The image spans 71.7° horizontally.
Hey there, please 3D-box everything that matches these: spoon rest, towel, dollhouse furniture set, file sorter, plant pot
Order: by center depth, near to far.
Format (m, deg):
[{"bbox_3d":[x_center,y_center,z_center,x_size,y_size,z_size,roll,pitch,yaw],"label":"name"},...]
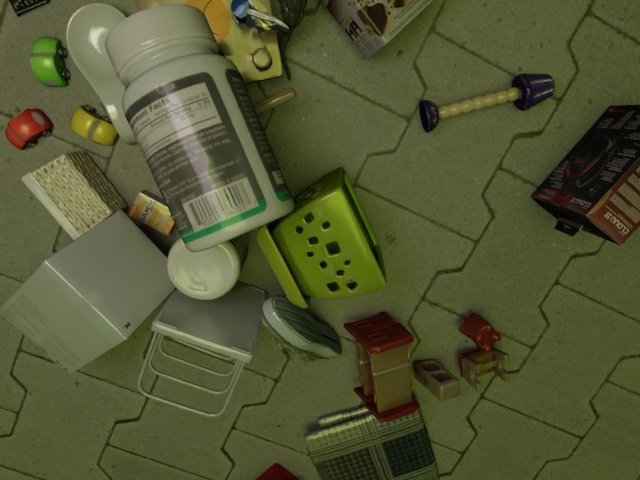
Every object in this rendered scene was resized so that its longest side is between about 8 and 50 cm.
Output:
[{"bbox_3d":[-0.421,-0.335,0.903,0.137,0.084,0.276,-14,107,1],"label":"spoon rest"},{"bbox_3d":[0.000,0.000,0.947,0.207,0.228,0.227,-23,106,10],"label":"plant pot"},{"bbox_3d":[-0.249,0.208,0.967,0.193,0.277,0.173,22,108,-8],"label":"file sorter"},{"bbox_3d":[0.265,0.275,1.092,0.374,0.152,0.201,-12,106,-17],"label":"dollhouse furniture set"},{"bbox_3d":[0.142,0.589,1.212,0.324,0.056,0.312,-18,109,1],"label":"towel"}]

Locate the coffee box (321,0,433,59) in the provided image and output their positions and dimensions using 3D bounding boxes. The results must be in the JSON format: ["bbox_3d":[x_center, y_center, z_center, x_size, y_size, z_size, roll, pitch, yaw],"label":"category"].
[{"bbox_3d":[0.070,-0.527,0.834,0.168,0.119,0.297,-44,104,-4],"label":"coffee box"}]

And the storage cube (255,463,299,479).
[{"bbox_3d":[-0.120,0.761,1.169,0.215,0.193,0.183,-44,103,10],"label":"storage cube"}]

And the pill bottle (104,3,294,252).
[{"bbox_3d":[-0.201,-0.179,0.750,0.204,0.204,0.361,-22,97,4],"label":"pill bottle"}]

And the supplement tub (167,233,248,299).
[{"bbox_3d":[-0.233,0.028,0.952,0.144,0.199,0.144,-1,105,-2],"label":"supplement tub"}]

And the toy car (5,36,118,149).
[{"bbox_3d":[-0.559,-0.304,0.921,0.239,0.053,0.225,-2,106,-2],"label":"toy car"}]

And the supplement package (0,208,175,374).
[{"bbox_3d":[-0.470,0.110,0.921,0.263,0.198,0.199,-30,107,34],"label":"supplement package"}]

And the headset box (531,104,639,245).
[{"bbox_3d":[0.608,-0.134,0.931,0.110,0.218,0.293,36,100,-11],"label":"headset box"}]

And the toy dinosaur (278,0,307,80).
[{"bbox_3d":[-0.057,-0.450,0.851,0.064,0.268,0.118,-9,68,-20],"label":"toy dinosaur"}]

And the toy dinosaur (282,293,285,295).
[{"bbox_3d":[-0.056,0.121,1.041,0.183,0.092,0.053,-18,105,3],"label":"toy dinosaur"}]

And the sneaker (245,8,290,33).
[{"bbox_3d":[-0.096,-0.390,0.802,0.083,0.031,0.035,20,117,-5],"label":"sneaker"}]

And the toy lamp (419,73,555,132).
[{"bbox_3d":[0.356,-0.298,0.950,0.275,0.080,0.080,-13,106,4],"label":"toy lamp"}]

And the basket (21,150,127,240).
[{"bbox_3d":[-0.518,-0.101,0.950,0.103,0.113,0.167,-34,105,5],"label":"basket"}]

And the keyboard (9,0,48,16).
[{"bbox_3d":[-0.626,-0.541,0.868,0.108,0.023,0.180,-22,105,4],"label":"keyboard"}]

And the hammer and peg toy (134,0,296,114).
[{"bbox_3d":[-0.203,-0.378,0.878,0.266,0.127,0.361,-12,106,-1],"label":"hammer and peg toy"}]

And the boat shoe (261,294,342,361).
[{"bbox_3d":[-0.052,0.220,1.007,0.094,0.109,0.302,-30,139,14],"label":"boat shoe"}]

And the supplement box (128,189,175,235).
[{"bbox_3d":[-0.373,-0.063,1.005,0.098,0.036,0.062,29,102,-9],"label":"supplement box"}]
